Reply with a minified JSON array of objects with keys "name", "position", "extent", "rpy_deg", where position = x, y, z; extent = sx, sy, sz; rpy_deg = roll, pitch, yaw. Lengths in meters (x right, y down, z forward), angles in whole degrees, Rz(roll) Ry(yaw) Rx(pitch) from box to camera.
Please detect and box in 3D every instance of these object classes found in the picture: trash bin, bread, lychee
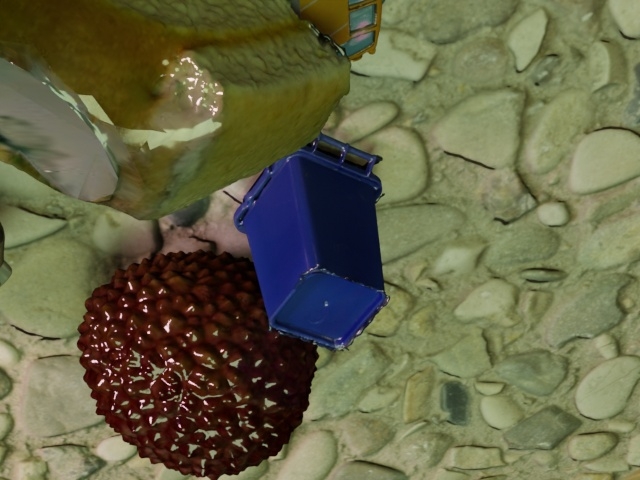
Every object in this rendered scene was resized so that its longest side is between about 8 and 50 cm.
[{"name":"trash bin","position":[0.000,0.000,1.412],"extent":[0.162,0.235,0.184],"rpy_deg":[21,126,-26]},{"name":"bread","position":[-0.192,-0.160,1.128],"extent":[0.395,0.264,0.239],"rpy_deg":[29,130,-1]},{"name":"lychee","position":[-0.157,0.157,1.485],"extent":[0.330,0.306,0.306],"rpy_deg":[20,126,-35]}]

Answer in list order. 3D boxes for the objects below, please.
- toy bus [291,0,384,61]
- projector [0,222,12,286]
[{"name":"toy bus","position":[0.001,-0.285,1.229],"extent":[0.136,0.126,0.210],"rpy_deg":[-13,134,-10]},{"name":"projector","position":[-0.502,0.024,1.342],"extent":[0.242,0.163,0.177],"rpy_deg":[-44,150,-13]}]
